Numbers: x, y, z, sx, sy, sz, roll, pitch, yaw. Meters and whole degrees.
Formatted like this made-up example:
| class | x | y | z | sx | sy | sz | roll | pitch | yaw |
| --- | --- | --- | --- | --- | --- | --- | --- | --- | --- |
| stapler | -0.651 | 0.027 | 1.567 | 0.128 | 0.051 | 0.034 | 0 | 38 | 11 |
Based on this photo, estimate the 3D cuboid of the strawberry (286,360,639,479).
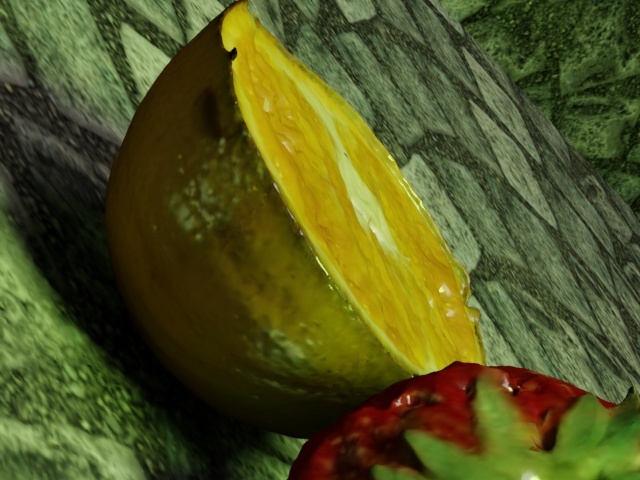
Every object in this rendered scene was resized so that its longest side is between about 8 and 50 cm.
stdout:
| class | x | y | z | sx | sy | sz | roll | pitch | yaw |
| --- | --- | --- | --- | --- | --- | --- | --- | --- | --- |
| strawberry | 0.102 | 0.228 | 0.935 | 0.291 | 0.292 | 0.310 | -106 | -164 | -48 |

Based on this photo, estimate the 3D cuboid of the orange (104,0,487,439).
| class | x | y | z | sx | sy | sz | roll | pitch | yaw |
| --- | --- | --- | --- | --- | --- | --- | --- | --- | --- |
| orange | -0.004 | -0.002 | 1.068 | 0.274 | 0.274 | 0.310 | 62 | -17 | 19 |
